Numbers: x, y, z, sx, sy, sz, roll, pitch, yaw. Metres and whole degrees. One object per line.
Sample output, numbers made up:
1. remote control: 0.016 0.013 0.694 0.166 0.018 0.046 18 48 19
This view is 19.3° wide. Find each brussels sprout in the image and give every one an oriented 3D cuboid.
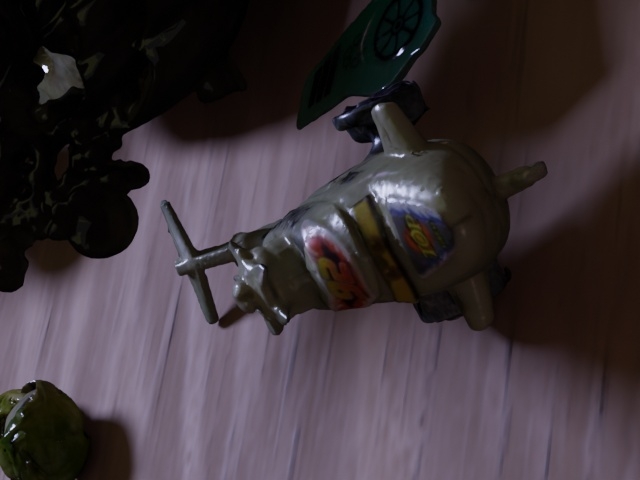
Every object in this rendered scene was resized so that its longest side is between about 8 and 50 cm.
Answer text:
1. brussels sprout: -0.144 0.093 0.929 0.051 0.046 0.083 -58 32 -6

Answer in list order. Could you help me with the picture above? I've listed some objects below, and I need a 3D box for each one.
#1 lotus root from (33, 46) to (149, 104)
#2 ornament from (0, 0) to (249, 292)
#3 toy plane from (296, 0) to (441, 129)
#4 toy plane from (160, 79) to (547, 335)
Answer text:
1. lotus root: -0.097 -0.214 1.011 0.142 0.210 0.314 77 -148 -71
2. ornament: -0.125 -0.127 0.863 0.251 0.106 0.260 -32 77 -4
3. toy plane: 0.053 -0.229 0.852 0.155 0.106 0.382 -31 45 47
4. toy plane: 0.000 0.000 0.748 0.108 0.092 0.286 -27 8 -14
